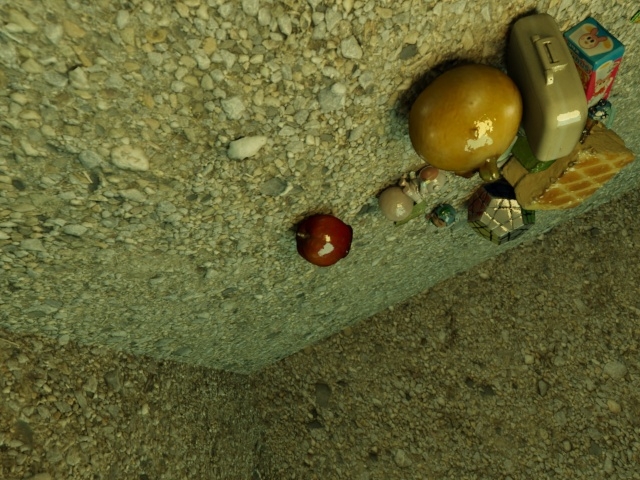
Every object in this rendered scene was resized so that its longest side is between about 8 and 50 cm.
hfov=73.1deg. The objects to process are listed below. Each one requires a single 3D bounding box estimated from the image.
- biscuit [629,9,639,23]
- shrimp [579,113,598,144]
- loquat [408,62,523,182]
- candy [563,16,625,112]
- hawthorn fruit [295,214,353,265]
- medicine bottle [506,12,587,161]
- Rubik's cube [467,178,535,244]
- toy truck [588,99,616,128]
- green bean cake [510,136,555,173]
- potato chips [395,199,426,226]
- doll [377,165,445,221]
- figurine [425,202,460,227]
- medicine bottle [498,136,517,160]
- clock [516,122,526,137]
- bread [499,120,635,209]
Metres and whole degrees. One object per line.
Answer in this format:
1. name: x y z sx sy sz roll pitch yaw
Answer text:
1. biscuit: 1.056 -0.733 1.419 0.089 0.016 0.046 -10 151 -27
2. shrimp: 0.973 -0.474 1.607 0.058 0.296 0.169 29 168 -12
3. loquat: 0.428 -0.331 1.269 0.328 0.360 0.328 -18 165 -5
4. candy: 0.879 -0.562 1.430 0.100 0.157 0.306 -29 154 11
5. hawthorn fruit: 0.000 0.000 1.687 0.215 0.215 0.249 -40 152 28
6. medicine bottle: 0.626 -0.427 1.214 0.122 0.375 0.282 -11 157 16
7. Rubik's cube: 0.874 -0.139 2.093 0.318 0.319 0.264 -19 127 -11
8. toy truck: 0.970 -0.428 1.473 0.056 0.090 0.073 9 140 -47
9. green bean cake: 0.853 -0.387 1.684 0.113 0.200 0.214 -14 152 -22
10. potato chips: 0.427 -0.127 2.013 0.142 0.026 0.209 -9 148 -22
11. doll: 0.370 -0.191 1.714 0.287 0.151 0.151 -34 153 12
12. figurine: 0.599 -0.107 2.113 0.144 0.114 0.178 -33 161 20
13. medicine bottle: 0.654 -0.388 1.591 0.135 0.135 0.168 -21 154 -7
14. clock: 0.705 -0.457 1.462 0.214 0.042 0.215 -8 106 -29
15. bread: 1.061 -0.334 1.873 0.389 0.279 0.371 -7 146 -27
